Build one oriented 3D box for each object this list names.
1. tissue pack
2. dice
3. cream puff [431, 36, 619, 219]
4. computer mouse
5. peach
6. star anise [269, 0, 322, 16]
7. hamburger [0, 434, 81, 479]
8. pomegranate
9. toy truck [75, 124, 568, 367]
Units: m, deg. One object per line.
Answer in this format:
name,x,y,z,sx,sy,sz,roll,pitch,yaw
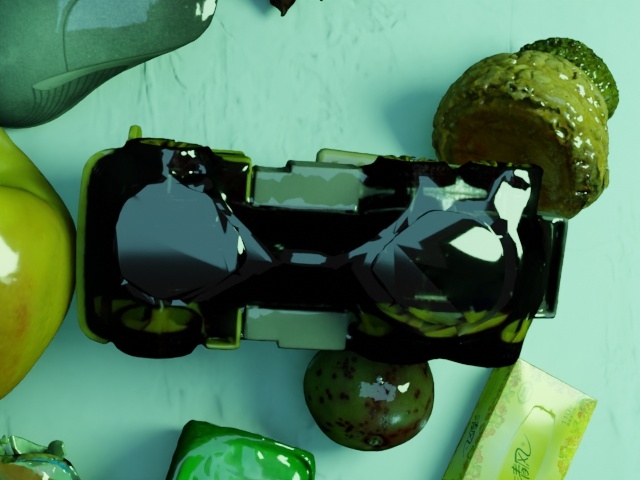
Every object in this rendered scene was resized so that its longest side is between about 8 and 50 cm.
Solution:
tissue pack,0.190,0.215,0.914,0.095,0.062,0.176,29,78,-5
dice,-0.080,0.238,0.836,0.128,0.120,0.131,16,77,-5
cream puff,0.224,-0.124,0.933,0.183,0.183,0.169,42,55,-2
computer mouse,-0.208,-0.233,0.851,0.379,0.090,0.167,-26,87,6
peach,-0.357,0.023,0.736,0.308,0.289,0.289,-37,89,12
star anise,-0.036,-0.324,0.922,0.220,0.126,0.190,10,92,5
hamburger,-0.325,0.256,0.794,0.276,0.150,0.260,43,95,-17
pomegranate,0.048,0.135,0.873,0.130,0.130,0.130,1,82,-9
toy truck,0.000,0.000,0.820,0.405,0.254,0.180,3,99,-8
